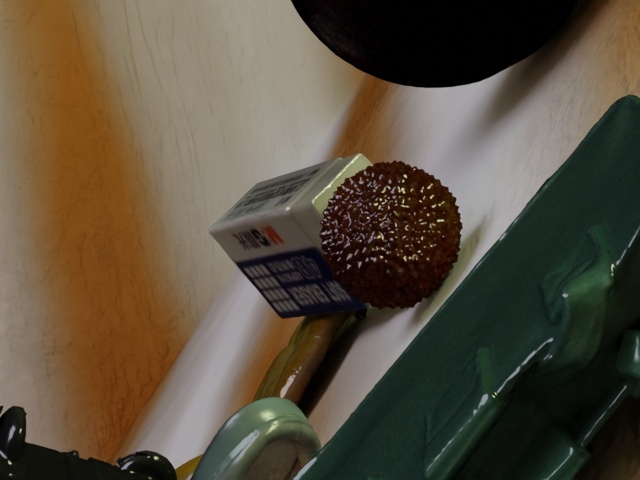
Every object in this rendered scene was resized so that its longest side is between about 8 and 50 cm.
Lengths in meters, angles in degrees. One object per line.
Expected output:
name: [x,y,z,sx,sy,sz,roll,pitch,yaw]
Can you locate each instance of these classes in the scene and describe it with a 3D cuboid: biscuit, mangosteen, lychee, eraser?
biscuit: [-0.023,0.123,1.882,0.203,0.041,0.260,-52,4,18]
mangosteen: [0.074,-0.350,1.904,0.382,0.435,0.382,10,-90,-83]
lychee: [0.061,-0.001,1.583,0.123,0.123,0.129,-54,27,6]
eraser: [0.000,0.000,1.777,0.081,0.124,0.279,-44,12,-20]

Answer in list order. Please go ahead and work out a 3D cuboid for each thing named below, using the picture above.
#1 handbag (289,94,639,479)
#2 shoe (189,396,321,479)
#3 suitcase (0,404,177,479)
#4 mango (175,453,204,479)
handbag: [0.091,0.081,0.955,0.326,0.089,0.238,-50,4,13]
shoe: [-0.067,0.236,1.385,0.100,0.103,0.251,43,113,47]
suitcase: [-0.218,0.321,1.263,0.339,0.188,0.345,-66,19,15]
mango: [-0.119,0.252,1.522,0.253,0.113,0.138,-52,-12,26]
